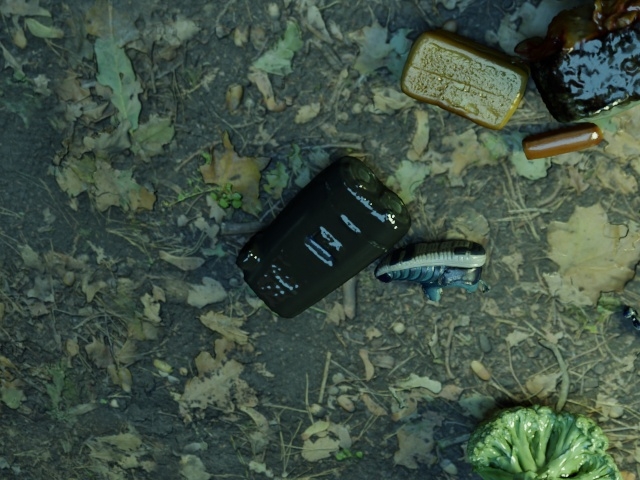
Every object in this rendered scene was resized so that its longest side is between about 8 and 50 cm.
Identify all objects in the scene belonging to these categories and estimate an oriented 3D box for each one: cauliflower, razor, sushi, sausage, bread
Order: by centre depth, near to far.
[{"bbox_3d":[0.468,-0.292,1.469,0.343,0.196,0.182,-16,90,16],"label":"sushi"},{"bbox_3d":[0.238,-0.268,1.590,0.200,0.077,0.116,23,120,6],"label":"bread"},{"bbox_3d":[0.405,-0.166,1.611,0.131,0.041,0.039,-11,114,19],"label":"sausage"},{"bbox_3d":[0.000,-0.001,1.761,0.189,0.107,0.327,46,118,-9],"label":"razor"},{"bbox_3d":[0.413,0.452,1.779,0.275,0.250,0.272,-7,110,23],"label":"cauliflower"}]

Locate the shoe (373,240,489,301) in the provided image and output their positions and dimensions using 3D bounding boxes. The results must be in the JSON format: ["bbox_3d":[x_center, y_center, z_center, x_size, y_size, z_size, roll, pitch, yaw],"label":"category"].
[{"bbox_3d":[0.200,0.061,1.743,0.207,0.091,0.106,-1,108,12],"label":"shoe"}]

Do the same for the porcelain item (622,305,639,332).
[{"bbox_3d":[0.592,0.176,1.699,0.136,0.075,0.021,36,117,-3],"label":"porcelain item"}]
